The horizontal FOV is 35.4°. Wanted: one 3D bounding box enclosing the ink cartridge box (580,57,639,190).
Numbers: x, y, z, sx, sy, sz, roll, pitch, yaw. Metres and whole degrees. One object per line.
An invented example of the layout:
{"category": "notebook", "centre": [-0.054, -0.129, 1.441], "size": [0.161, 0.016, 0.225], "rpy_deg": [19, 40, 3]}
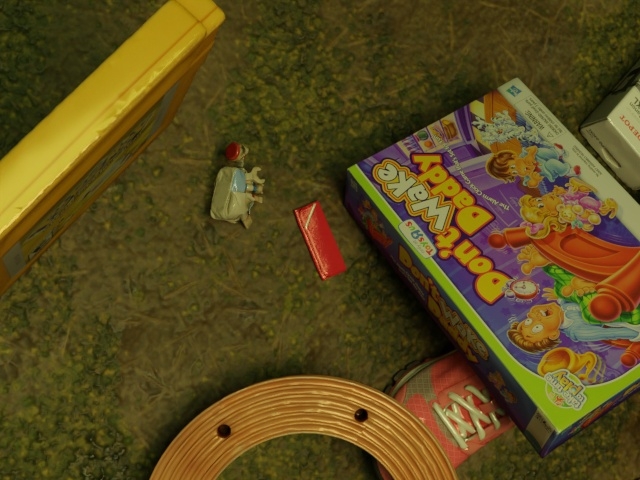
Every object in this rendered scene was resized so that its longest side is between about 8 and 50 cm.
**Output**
{"category": "ink cartridge box", "centre": [0.406, -0.152, 1.219], "size": [0.109, 0.063, 0.150], "rpy_deg": [46, 73, -10]}

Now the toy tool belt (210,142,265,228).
{"category": "toy tool belt", "centre": [-0.084, -0.057, 1.059], "size": [0.051, 0.052, 0.083], "rpy_deg": [17, 82, -48]}

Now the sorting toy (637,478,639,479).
{"category": "sorting toy", "centre": [0.391, 0.305, 1.169], "size": [0.083, 0.075, 0.045], "rpy_deg": [-16, 91, -19]}

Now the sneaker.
{"category": "sneaker", "centre": [0.184, 0.153, 1.080], "size": [0.314, 0.136, 0.116], "rpy_deg": [-38, 97, -17]}

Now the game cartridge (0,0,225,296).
{"category": "game cartridge", "centre": [-0.211, -0.066, 0.866], "size": [0.052, 0.323, 0.285], "rpy_deg": [44, 74, -8]}

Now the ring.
{"category": "ring", "centre": [-0.018, 0.300, 1.021], "size": [0.336, 0.032, 0.337], "rpy_deg": [0, 94, -5]}

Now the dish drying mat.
{"category": "dish drying mat", "centre": [0.000, 0.000, 1.098], "size": [0.032, 0.008, 0.083], "rpy_deg": [-24, 93, -20]}

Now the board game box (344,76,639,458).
{"category": "board game box", "centre": [0.218, 0.015, 1.046], "size": [0.233, 0.078, 0.347], "rpy_deg": [-30, 65, -17]}
